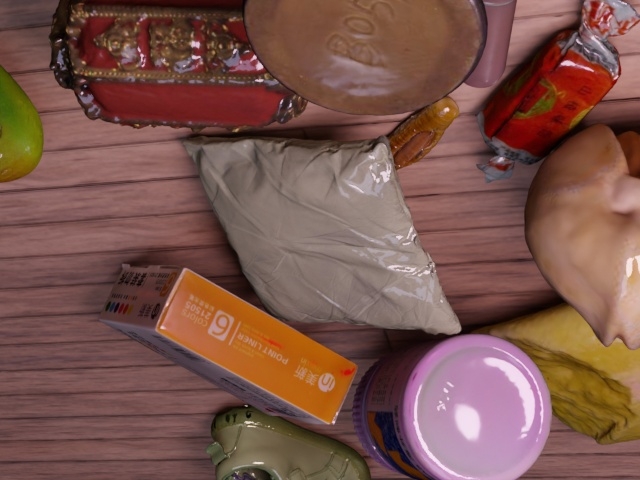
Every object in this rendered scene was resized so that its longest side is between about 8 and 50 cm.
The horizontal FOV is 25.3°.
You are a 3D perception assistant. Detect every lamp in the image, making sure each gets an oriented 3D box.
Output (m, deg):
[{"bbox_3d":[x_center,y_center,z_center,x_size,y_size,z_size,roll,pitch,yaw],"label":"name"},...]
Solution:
[{"bbox_3d":[-0.122,-0.193,1.390,0.274,0.177,0.177,1,140,12],"label":"lamp"}]

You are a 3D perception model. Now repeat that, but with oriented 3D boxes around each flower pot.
[{"bbox_3d":[0.051,-0.260,1.182,0.267,0.267,0.266,7,142,6],"label":"flower pot"}]

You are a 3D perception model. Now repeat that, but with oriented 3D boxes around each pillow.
[{"bbox_3d":[-0.001,-0.001,1.599,0.274,0.076,0.280,5,134,35],"label":"pillow"}]

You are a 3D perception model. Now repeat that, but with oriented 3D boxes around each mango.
[{"bbox_3d":[-0.390,-0.148,1.541,0.111,0.125,0.233,-6,143,27],"label":"mango"}]

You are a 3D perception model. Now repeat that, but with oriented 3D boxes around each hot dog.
[{"bbox_3d":[0.105,-0.111,1.545,0.044,0.028,0.137,24,139,-26],"label":"hot dog"}]

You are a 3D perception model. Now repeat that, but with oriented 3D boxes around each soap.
[{"bbox_3d":[0.413,0.144,1.709,0.427,0.115,0.306,-20,133,34],"label":"soap"}]

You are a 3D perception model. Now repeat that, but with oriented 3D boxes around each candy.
[{"bbox_3d":[0.232,-0.147,1.443,0.086,0.059,0.292,20,141,-16],"label":"candy"}]

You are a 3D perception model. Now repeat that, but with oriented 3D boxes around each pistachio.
[{"bbox_3d":[0.316,-0.005,1.443,0.230,0.230,0.309,2,-179,12],"label":"pistachio"}]

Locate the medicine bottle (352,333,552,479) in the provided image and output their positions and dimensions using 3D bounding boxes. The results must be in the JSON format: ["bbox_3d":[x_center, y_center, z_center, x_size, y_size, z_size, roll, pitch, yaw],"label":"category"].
[{"bbox_3d":[0.149,0.207,1.720,0.178,0.178,0.291,19,169,-9],"label":"medicine bottle"}]

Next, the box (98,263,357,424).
[{"bbox_3d":[-0.118,0.130,1.779,0.274,0.091,0.221,32,166,-25],"label":"box"}]

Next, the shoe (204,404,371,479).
[{"bbox_3d":[-0.056,0.337,2.077,0.262,0.128,0.140,35,150,-23],"label":"shoe"}]

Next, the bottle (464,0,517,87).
[{"bbox_3d":[0.161,-0.212,1.383,0.053,0.053,0.140,7,142,5],"label":"bottle"}]
